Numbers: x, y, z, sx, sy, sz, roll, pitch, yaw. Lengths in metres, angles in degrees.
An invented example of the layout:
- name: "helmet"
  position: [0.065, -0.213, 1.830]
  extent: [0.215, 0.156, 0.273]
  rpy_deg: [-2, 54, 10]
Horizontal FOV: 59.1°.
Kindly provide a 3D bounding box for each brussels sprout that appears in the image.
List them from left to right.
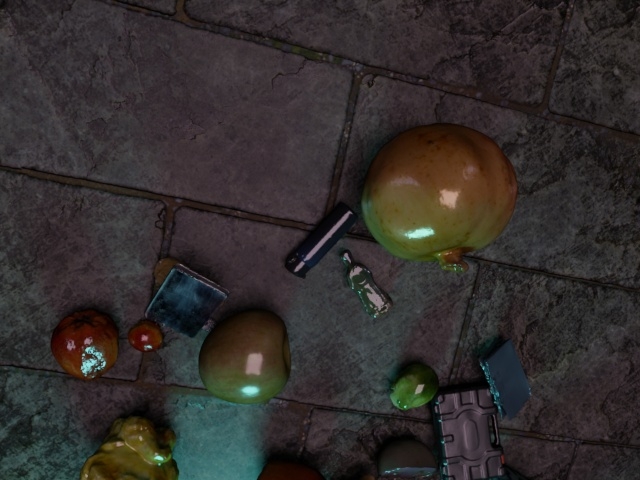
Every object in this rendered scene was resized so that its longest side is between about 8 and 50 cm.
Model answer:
- name: "brussels sprout"
  position: [0.280, 0.432, 1.681]
  extent: [0.155, 0.155, 0.117]
  rpy_deg: [-17, 66, -7]

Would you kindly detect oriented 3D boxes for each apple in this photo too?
- name: "apple"
  position: [-0.200, 0.309, 1.511]
  extent: [0.234, 0.257, 0.256]
  rpy_deg: [-4, 100, 10]
- name: "apple"
  position: [-0.080, 0.743, 1.618]
  extent: [0.234, 0.234, 0.233]
  rpy_deg: [-2, 99, -10]

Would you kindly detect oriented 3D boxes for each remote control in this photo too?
- name: "remote control"
  position: [-0.326, 0.232, 1.594]
  extent: [0.096, 0.014, 0.039]
  rpy_deg: [31, 93, -12]

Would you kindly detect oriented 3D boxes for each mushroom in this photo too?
- name: "mushroom"
  position: [0.264, 0.666, 1.722]
  extent: [0.188, 0.141, 0.117]
  rpy_deg: [9, 63, -15]

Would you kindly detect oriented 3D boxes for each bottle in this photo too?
- name: "bottle"
  position: [0.000, 0.000, 1.585]
  extent: [0.244, 0.072, 0.082]
  rpy_deg: [-48, 125, 0]

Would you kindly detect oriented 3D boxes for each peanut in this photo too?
- name: "peanut"
  position: [-0.357, 0.123, 1.537]
  extent: [0.214, 0.099, 0.099]
  rpy_deg: [31, 92, -19]

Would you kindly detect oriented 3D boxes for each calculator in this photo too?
- name: "calculator"
  position: [-0.360, 0.169, 1.497]
  extent: [0.161, 0.021, 0.261]
  rpy_deg: [31, 133, -14]

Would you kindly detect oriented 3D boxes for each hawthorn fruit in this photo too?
- name: "hawthorn fruit"
  position: [-0.611, 0.270, 1.484]
  extent: [0.173, 0.173, 0.179]
  rpy_deg: [-36, 129, -3]

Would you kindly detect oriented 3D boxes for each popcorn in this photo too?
- name: "popcorn"
  position: [-0.499, 0.617, 1.528]
  extent: [0.226, 0.276, 0.276]
  rpy_deg: [7, 99, 25]

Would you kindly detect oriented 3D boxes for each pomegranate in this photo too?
- name: "pomegranate"
  position: [0.303, -0.105, 1.459]
  extent: [0.412, 0.411, 0.411]
  rpy_deg: [-2, 99, -10]

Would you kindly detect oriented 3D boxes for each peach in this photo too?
- name: "peach"
  position: [-0.483, 0.271, 1.547]
  extent: [0.098, 0.061, 0.098]
  rpy_deg: [0, 103, -1]

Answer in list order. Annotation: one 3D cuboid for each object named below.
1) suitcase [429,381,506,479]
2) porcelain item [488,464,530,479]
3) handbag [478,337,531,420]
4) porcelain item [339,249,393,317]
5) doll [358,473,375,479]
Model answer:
- name: "suitcase"
  position: [0.450, 0.590, 1.730]
  extent: [0.207, 0.066, 0.285]
  rpy_deg: [-5, 84, -10]
- name: "porcelain item"
  position: [0.640, 0.845, 1.732]
  extent: [0.286, 0.281, 0.157]
  rpy_deg: [36, 93, -11]
- name: "handbag"
  position: [0.565, 0.422, 1.732]
  extent: [0.144, 0.057, 0.221]
  rpy_deg: [-32, 106, -38]
- name: "porcelain item"
  position: [0.119, 0.120, 1.628]
  extent: [0.081, 0.069, 0.215]
  rpy_deg: [-34, 104, 9]
- name: "doll"
  position: [0.148, 0.874, 1.707]
  extent: [0.340, 0.209, 0.317]
  rpy_deg: [41, 58, -15]
